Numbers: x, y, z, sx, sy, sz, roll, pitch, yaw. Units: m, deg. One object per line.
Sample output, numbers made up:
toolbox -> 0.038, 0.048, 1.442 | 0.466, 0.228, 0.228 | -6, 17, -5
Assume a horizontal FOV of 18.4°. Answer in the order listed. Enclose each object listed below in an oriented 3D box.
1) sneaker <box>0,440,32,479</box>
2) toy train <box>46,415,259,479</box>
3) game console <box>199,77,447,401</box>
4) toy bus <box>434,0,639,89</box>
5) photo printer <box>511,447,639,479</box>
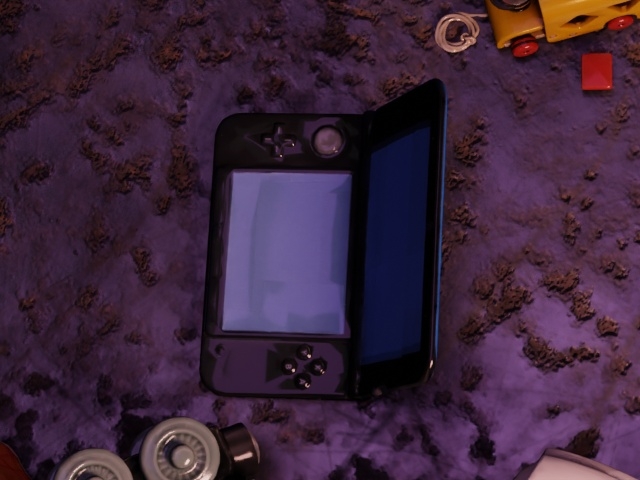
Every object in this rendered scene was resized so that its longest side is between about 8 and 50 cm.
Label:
sneaker -> -0.316, 0.244, 1.952 | 0.175, 0.067, 0.064 | 39, 88, 16
toy train -> -0.199, 0.288, 1.854 | 0.334, 0.142, 0.190 | -19, 85, -16
game console -> 0.000, 0.000, 1.902 | 0.250, 0.173, 0.293 | 1, 77, 9
toy bus -> 0.233, -0.256, 1.957 | 0.191, 0.104, 0.202 | 29, 83, 14
photo printer -> 0.219, 0.350, 1.694 | 0.256, 0.107, 0.307 | 35, 105, 8
